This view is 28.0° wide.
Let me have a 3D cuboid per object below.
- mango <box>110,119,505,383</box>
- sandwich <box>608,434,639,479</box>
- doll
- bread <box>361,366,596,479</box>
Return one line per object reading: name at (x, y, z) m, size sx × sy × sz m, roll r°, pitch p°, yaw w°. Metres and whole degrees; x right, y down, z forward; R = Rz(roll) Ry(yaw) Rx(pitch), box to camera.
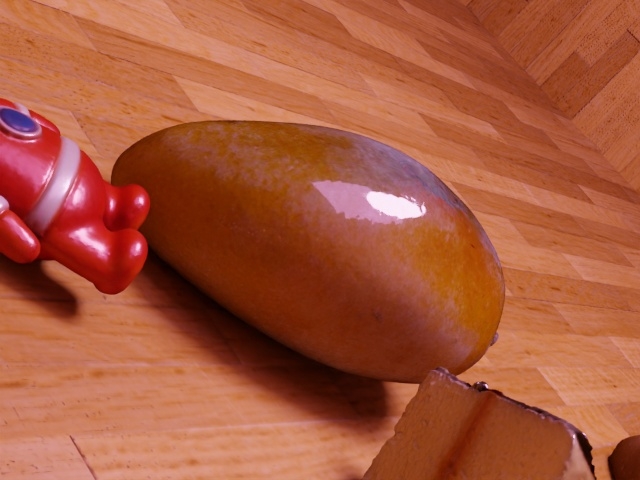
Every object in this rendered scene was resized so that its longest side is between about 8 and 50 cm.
mango at (0.000, 0.000, 1.141) m, size 0.384 × 0.199 × 0.221 m, roll 25°, pitch 31°, yaw -13°
sandwich at (0.392, 0.287, 1.445) m, size 0.090 × 0.088 × 0.244 m, roll 35°, pitch 21°, yaw -11°
doll at (-0.267, -0.088, 0.926) m, size 0.336 × 0.105 × 0.200 m, roll 36°, pitch 21°, yaw -22°
bread at (0.164, 0.212, 0.984) m, size 0.178 × 0.135 × 0.240 m, roll 35°, pitch -9°, yaw -21°
